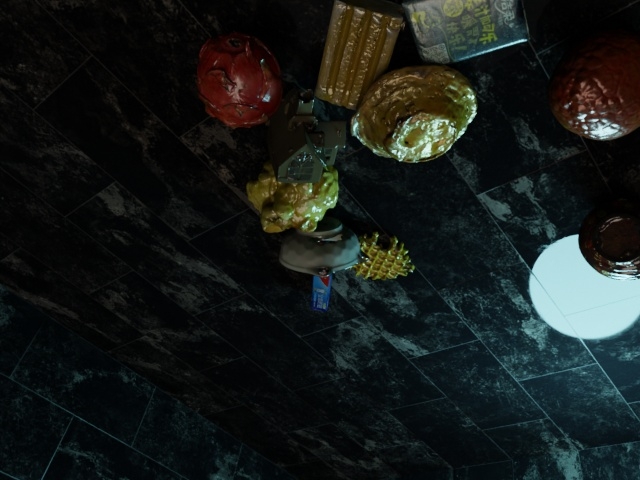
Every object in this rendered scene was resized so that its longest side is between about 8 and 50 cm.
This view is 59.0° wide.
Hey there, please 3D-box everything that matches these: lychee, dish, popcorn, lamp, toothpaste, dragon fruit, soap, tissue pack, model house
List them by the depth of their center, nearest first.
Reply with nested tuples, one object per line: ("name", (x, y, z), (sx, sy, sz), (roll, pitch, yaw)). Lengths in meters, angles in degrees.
("lychee", (0.663, -0.358, 1.315), (0.300, 0.255, 0.255), (-13, 141, -22))
("tissue pack", (0.340, -0.522, 1.323), (0.257, 0.081, 0.185), (-11, 132, 23))
("soap", (0.094, -0.468, 1.429), (0.173, 0.089, 0.274), (14, 136, -3))
("dragon fruit", (-0.211, -0.410, 1.465), (0.241, 0.241, 0.252), (3, 119, 10))
("model house", (-0.032, -0.304, 1.520), (0.204, 0.211, 0.243), (-4, 149, -12))
("lamp", (0.877, -0.002, 1.636), (0.247, 0.247, 0.247), (7, 136, 6))
("popcorn", (-0.084, -0.143, 1.716), (0.286, 0.215, 0.252), (-10, 88, 28))
("dish", (0.000, 0.000, 1.821), (0.303, 0.303, 0.120), (1, 112, 11))
("toothpaste", (0.009, 0.132, 2.065), (0.066, 0.076, 0.320), (9, 136, 6))

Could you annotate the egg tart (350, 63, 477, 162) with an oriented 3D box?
("egg tart", (0.253, -0.303, 1.472), (0.341, 0.129, 0.341), (-7, 151, -4))

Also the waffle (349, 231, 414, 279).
("waffle", (0.194, 0.063, 1.975), (0.231, 0.051, 0.229), (-19, 131, 29))
